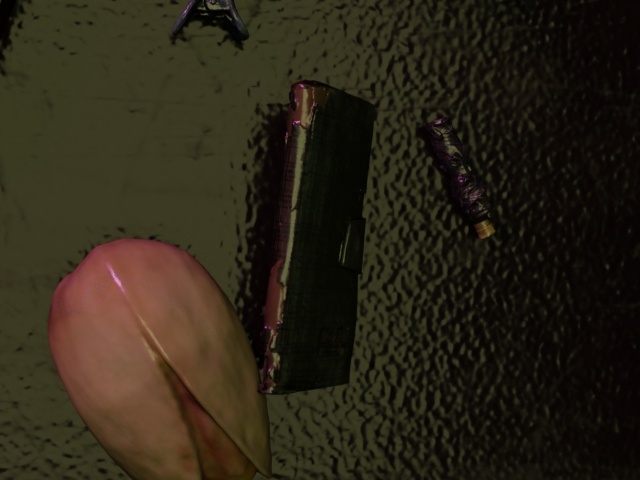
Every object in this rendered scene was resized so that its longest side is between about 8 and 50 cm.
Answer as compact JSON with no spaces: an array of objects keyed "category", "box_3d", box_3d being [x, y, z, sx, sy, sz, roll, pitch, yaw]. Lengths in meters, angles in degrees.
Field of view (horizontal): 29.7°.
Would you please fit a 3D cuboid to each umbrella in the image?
[{"category":"umbrella","box_3d":[0.158,-0.070,1.342,0.037,0.040,0.144,-28,96,-17]}]

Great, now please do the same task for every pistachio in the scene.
[{"category":"pistachio","box_3d":[-0.154,0.136,1.216,0.187,0.187,0.299,-30,100,-8]}]

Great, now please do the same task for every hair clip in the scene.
[{"category":"hair clip","box_3d":[-0.112,-0.353,1.298,0.083,0.048,0.275,3,85,-8]}]

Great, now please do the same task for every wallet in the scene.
[{"category":"wallet","box_3d":[0.001,0.000,1.258,0.044,0.169,0.317,5,89,27]}]

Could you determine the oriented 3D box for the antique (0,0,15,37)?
[{"category":"antique","box_3d":[-0.363,-0.233,1.232,0.080,0.081,0.220,20,88,-7]}]
